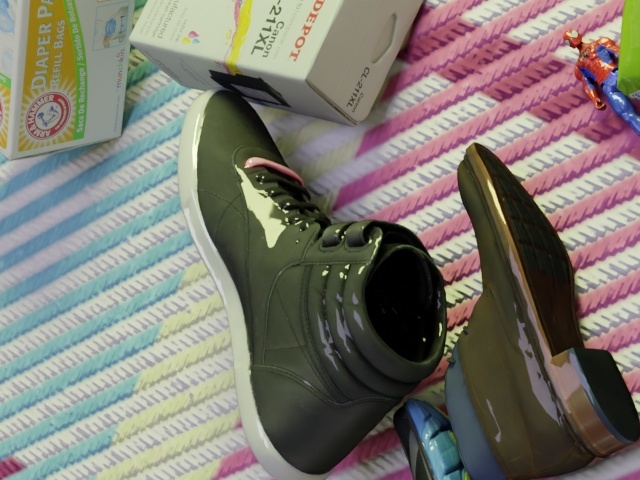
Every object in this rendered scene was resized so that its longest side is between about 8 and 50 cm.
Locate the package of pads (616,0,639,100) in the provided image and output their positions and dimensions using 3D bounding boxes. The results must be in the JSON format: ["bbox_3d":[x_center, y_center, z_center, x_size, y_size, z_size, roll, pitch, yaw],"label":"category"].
[{"bbox_3d":[0.296,-0.221,1.124,0.229,0.101,0.297,3,88,38],"label":"package of pads"}]

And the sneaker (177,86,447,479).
[{"bbox_3d":[0.000,0.000,1.302,0.147,0.104,0.296,-35,56,32],"label":"sneaker"}]

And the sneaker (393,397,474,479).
[{"bbox_3d":[0.071,0.187,1.232,0.078,0.067,0.188,-22,68,26],"label":"sneaker"}]

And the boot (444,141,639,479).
[{"bbox_3d":[0.106,0.050,1.231,0.106,0.082,0.219,-34,61,24],"label":"boot"}]

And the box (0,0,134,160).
[{"bbox_3d":[-0.211,-0.177,1.481,0.114,0.103,0.203,35,127,39],"label":"box"}]

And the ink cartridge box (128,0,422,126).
[{"bbox_3d":[-0.029,-0.163,1.385,0.175,0.072,0.127,16,75,40],"label":"ink cartridge box"}]

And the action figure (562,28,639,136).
[{"bbox_3d":[0.187,-0.096,1.240,0.038,0.030,0.115,-54,50,21],"label":"action figure"}]
